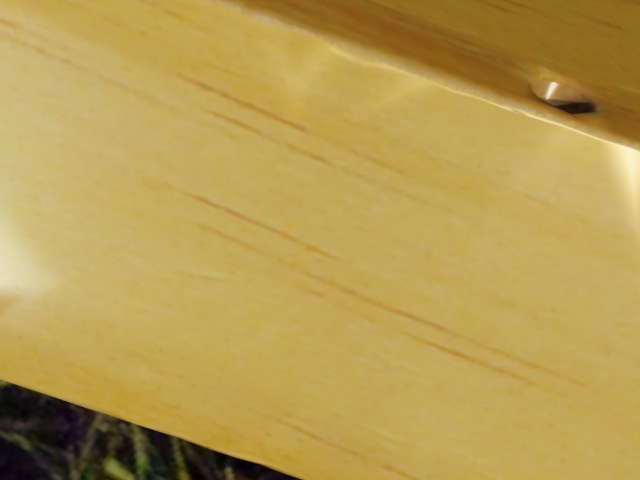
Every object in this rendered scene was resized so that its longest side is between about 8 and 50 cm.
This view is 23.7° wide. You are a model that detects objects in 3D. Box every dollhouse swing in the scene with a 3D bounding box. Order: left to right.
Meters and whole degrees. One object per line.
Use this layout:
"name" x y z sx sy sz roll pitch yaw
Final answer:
"dollhouse swing" 0.000 0.000 0.537 0.347 0.315 0.305 -79 9 -58
